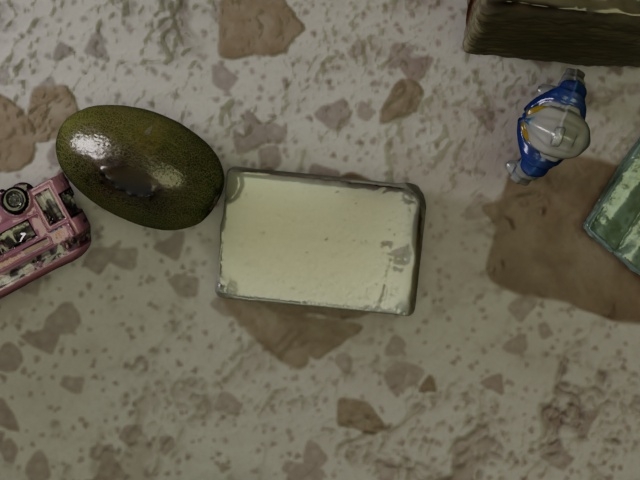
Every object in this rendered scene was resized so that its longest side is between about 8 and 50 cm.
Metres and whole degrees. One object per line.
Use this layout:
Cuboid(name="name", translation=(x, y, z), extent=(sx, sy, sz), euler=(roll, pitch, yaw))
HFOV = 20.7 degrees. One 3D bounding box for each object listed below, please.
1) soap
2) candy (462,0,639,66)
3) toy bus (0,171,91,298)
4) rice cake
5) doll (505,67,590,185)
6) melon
Cuboid(name="soap", translation=(0.000, 0.000, 1.591), extent=(0.183, 0.064, 0.121), euler=(6, 94, -1))
Cuboid(name="candy", translation=(0.213, -0.226, 1.459), extent=(0.180, 0.321, 0.135), euler=(4, 90, 3))
Cuboid(name="toy bus", translation=(-0.307, 0.013, 1.586), extent=(0.203, 0.063, 0.090), euler=(-28, 97, 2))
Cuboid(name="rice cake", translation=(0.340, -0.063, 1.608), extent=(0.124, 0.038, 0.211), euler=(39, 91, -3))
Cuboid(name="doll", translation=(0.196, -0.100, 1.508), extent=(0.057, 0.227, 0.114), euler=(28, 93, -2))
Cuboid(name="melon", translation=(-0.163, -0.068, 1.563), extent=(0.162, 0.099, 0.099), euler=(24, 93, 13))
